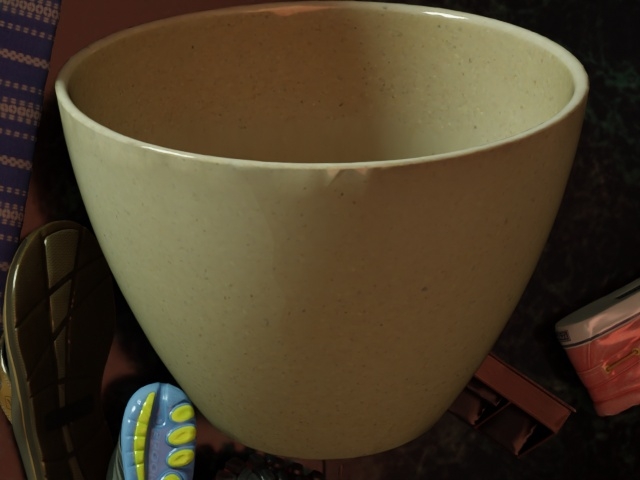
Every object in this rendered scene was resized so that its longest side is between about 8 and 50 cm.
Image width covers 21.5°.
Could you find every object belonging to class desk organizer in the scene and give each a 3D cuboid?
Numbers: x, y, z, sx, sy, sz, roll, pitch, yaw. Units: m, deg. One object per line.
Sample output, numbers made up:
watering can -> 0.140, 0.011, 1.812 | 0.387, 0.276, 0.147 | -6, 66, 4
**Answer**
desk organizer -> 0.115, 0.108, 1.236 | 0.130, 0.047, 0.050 | 34, 83, -10

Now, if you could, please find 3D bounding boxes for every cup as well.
cup -> 0.000, 0.000, 1.101 | 0.331, 0.331, 0.237 | -6, 115, -14

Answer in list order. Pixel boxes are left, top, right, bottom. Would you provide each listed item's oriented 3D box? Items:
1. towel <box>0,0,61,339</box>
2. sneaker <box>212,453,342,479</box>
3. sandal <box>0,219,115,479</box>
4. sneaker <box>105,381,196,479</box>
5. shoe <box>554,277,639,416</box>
towel -> -0.286, -0.044, 1.091 | 0.243, 0.040, 0.336 | 13, 85, -45
sneaker -> 0.044, 0.246, 1.192 | 0.299, 0.121, 0.112 | 21, 113, -13
sandal -> -0.185, 0.096, 1.158 | 0.090, 0.060, 0.219 | -20, 110, -47
sneaker -> -0.117, 0.190, 1.141 | 0.067, 0.078, 0.188 | 9, 85, -4
shoe -> 0.269, 0.063, 1.269 | 0.178, 0.063, 0.081 | -26, 96, -8
